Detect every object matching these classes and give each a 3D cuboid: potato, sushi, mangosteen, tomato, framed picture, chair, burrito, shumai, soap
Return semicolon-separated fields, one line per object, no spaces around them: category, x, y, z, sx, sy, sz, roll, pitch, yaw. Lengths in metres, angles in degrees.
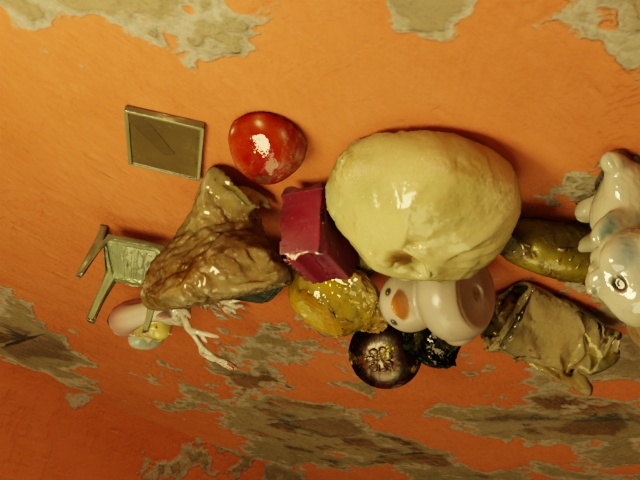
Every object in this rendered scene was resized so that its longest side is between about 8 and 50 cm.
potato;0.448;0.020;1.659;0.251;0.113;0.149;6;-162;-1
sushi;0.259;0.209;1.999;0.124;0.127;0.225;14;-164;-8
mangosteen;0.177;0.288;2.263;0.192;0.192;0.217;1;-177;18
tomato;-0.100;-0.153;1.561;0.139;0.091;0.159;0;150;16
framed picture;-0.297;-0.182;1.657;0.150;0.015;0.203;12;154;-4
chair;-0.435;0.070;2.016;0.203;0.275;0.191;12;130;-1
burrito;0.539;0.225;2.023;0.331;0.190;0.135;26;-175;-23
shumai;-0.227;-0.003;1.724;0.314;0.263;0.267;-15;174;11
soap;0.000;0.000;1.733;0.099;0.162;0.250;-11;157;14

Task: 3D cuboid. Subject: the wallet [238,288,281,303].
wallet;-0.210;0.084;2.034;0.237;0.075;0.342;10;168;-8

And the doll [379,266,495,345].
doll;0.241;0.122;1.837;0.221;0.221;0.251;-17;176;42

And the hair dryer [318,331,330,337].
hair dryer;0.047;0.200;2.268;0.154;0.054;0.106;-14;141;22

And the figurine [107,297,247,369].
figurine;-0.356;0.202;2.269;0.284;0.206;0.315;33;152;-28

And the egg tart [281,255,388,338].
egg tart;0.018;0.130;1.959;0.294;0.116;0.295;32;157;15

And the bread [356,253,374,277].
bread;0.092;0.053;1.935;0.066;0.060;0.110;23;156;1

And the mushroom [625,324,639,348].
mushroom;0.724;0.133;1.765;0.226;0.178;0.226;-17;143;-13

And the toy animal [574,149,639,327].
toy animal;0.536;0.005;1.480;0.174;0.289;0.249;5;174;6

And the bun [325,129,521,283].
bun;0.180;-0.036;1.572;0.364;0.202;0.364;10;152;5
